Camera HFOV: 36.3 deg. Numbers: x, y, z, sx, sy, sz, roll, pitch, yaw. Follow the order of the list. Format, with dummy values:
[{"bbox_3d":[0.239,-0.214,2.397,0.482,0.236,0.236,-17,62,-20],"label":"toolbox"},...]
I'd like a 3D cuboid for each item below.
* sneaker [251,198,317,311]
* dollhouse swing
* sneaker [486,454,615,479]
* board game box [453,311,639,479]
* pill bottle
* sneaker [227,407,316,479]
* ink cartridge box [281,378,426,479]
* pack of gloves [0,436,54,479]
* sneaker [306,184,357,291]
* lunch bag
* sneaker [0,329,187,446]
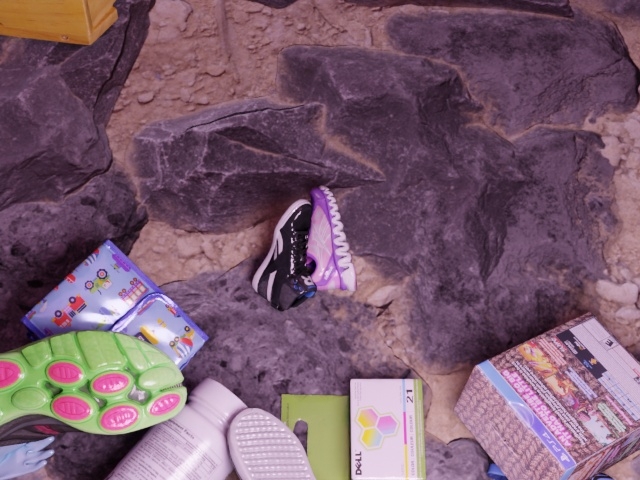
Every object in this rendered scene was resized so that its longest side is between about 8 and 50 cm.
[{"bbox_3d":[-0.039,0.038,1.873,0.121,0.217,0.079,39,26,28],"label":"sneaker"},{"bbox_3d":[-0.569,-0.668,2.144,0.315,0.347,0.305,7,54,3],"label":"dollhouse swing"},{"bbox_3d":[0.417,0.399,1.753,0.232,0.081,0.091,10,68,4],"label":"sneaker"},{"bbox_3d":[0.427,0.293,1.713,0.291,0.141,0.232,-19,54,-29],"label":"board game box"},{"bbox_3d":[-0.245,0.388,1.702,0.160,0.160,0.283,36,67,16],"label":"pill bottle"},{"bbox_3d":[-0.059,0.438,1.668,0.126,0.127,0.321,-33,82,-33],"label":"sneaker"},{"bbox_3d":[0.055,0.352,1.762,0.255,0.097,0.189,0,63,-1],"label":"ink cartridge box"},{"bbox_3d":[-0.609,0.344,1.783,0.232,0.046,0.195,-15,65,-9],"label":"pack of gloves"},{"bbox_3d":[0.000,0.000,1.949,0.104,0.095,0.237,-14,65,0],"label":"sneaker"},{"bbox_3d":[-0.375,0.185,1.841,0.293,0.138,0.221,42,69,5],"label":"lunch bag"},{"bbox_3d":[-0.469,0.259,1.696,0.482,0.202,0.185,-4,80,2],"label":"sneaker"}]
